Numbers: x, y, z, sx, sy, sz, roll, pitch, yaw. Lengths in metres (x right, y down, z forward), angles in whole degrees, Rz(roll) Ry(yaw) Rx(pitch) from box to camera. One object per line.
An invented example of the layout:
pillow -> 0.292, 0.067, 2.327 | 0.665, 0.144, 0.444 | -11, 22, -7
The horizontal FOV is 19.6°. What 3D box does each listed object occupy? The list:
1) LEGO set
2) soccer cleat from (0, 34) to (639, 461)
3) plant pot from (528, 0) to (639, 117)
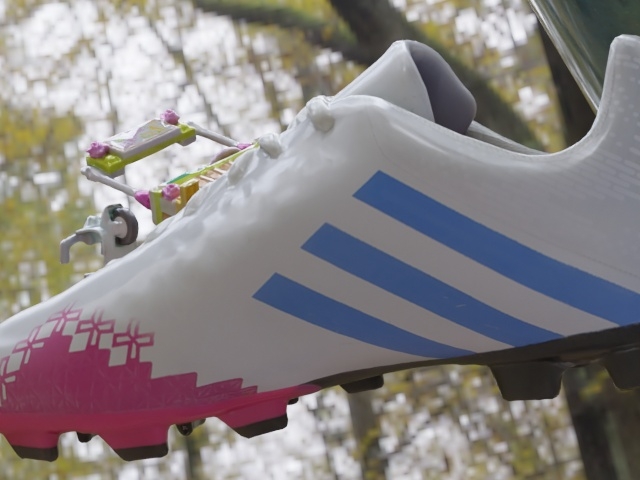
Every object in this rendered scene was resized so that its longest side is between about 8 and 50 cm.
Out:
LEGO set -> -0.048, -0.017, 1.147 | 0.287, 0.107, 0.132 | -1, -72, -48
soccer cleat -> 0.000, 0.000, 0.745 | 0.331, 0.143, 0.116 | -10, 3, 17
plant pot -> 0.227, -0.215, 1.023 | 0.341, 0.341, 0.334 | -18, -36, 11
